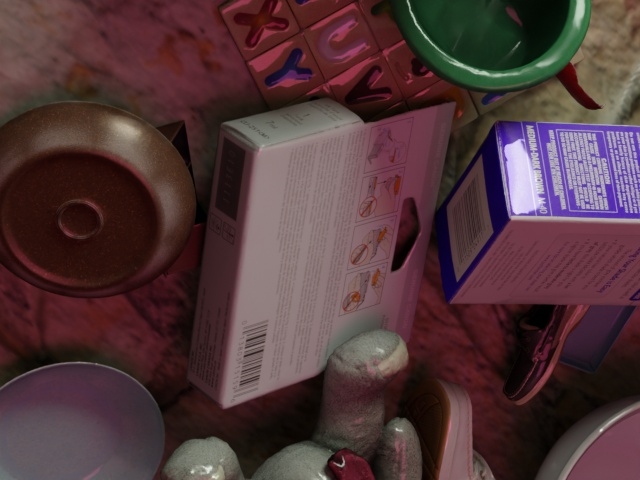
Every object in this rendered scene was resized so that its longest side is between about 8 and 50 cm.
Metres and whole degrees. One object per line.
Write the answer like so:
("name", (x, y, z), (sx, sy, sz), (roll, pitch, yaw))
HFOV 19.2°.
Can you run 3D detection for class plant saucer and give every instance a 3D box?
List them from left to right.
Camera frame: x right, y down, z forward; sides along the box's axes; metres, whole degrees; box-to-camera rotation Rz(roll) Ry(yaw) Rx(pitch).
("plant saucer", (-0.244, 0.189, 1.777), (0.195, 0.037, 0.195), (-9, 121, -16))
("plant saucer", (-0.207, -0.025, 1.639), (0.198, 0.036, 0.199), (0, 121, -1))
("plant saucer", (0.297, 0.046, 1.907), (0.067, 0.018, 0.192), (21, 110, -28))

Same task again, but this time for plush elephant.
("plush elephant", (0.030, 0.304, 1.751), (0.272, 0.255, 0.330), (-26, 135, -30))

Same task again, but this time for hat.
("hat", (0.148, -0.186, 1.708), (0.173, 0.183, 0.208), (-32, 82, -9))

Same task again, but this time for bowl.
("bowl", (0.322, 0.279, 1.956), (0.297, 0.134, 0.298), (-7, 106, -24))

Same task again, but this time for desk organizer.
("desk organizer", (-0.130, -0.037, 1.688), (0.050, 0.047, 0.130), (-16, 122, -14))

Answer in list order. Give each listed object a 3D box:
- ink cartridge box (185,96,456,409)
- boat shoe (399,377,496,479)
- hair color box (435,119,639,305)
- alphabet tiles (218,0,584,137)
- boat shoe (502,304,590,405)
("ink cartridge box", (0.000, 0.000, 1.744), (0.239, 0.060, 0.275), (-17, 129, -39))
("boat shoe", (0.132, 0.246, 1.915), (0.096, 0.098, 0.277), (-7, 129, -17))
("hair color box", (0.296, -0.020, 1.755), (0.338, 0.110, 0.185), (3, 153, -15))
("alphabet tiles", (0.093, -0.220, 1.689), (0.342, 0.011, 0.285), (-29, 123, -3))
("boat shoe", (0.217, 0.091, 1.885), (0.049, 0.056, 0.152), (25, 98, -24))
